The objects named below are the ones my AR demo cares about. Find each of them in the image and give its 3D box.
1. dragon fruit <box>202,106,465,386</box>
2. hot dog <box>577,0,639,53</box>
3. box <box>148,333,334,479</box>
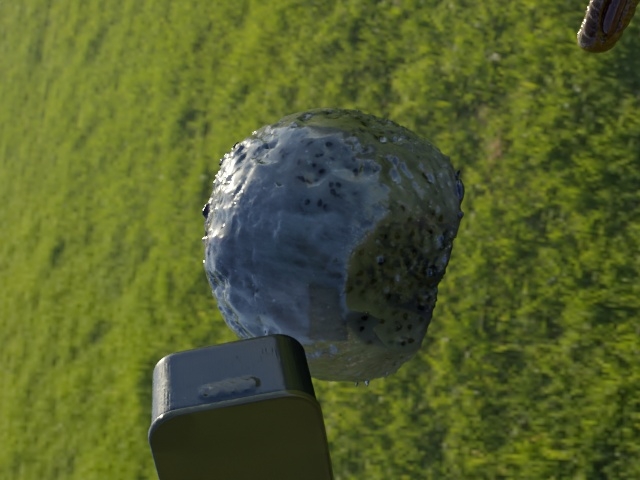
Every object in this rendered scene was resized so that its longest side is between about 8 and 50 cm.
[{"bbox_3d":[0.000,0.000,1.165,0.221,0.204,0.282,-160,85,-70],"label":"dragon fruit"},{"bbox_3d":[0.393,-0.333,1.517,0.047,0.066,0.215,-99,18,-46],"label":"hot dog"},{"bbox_3d":[-0.066,0.182,1.013,0.090,0.145,0.201,-104,4,-52],"label":"box"}]
